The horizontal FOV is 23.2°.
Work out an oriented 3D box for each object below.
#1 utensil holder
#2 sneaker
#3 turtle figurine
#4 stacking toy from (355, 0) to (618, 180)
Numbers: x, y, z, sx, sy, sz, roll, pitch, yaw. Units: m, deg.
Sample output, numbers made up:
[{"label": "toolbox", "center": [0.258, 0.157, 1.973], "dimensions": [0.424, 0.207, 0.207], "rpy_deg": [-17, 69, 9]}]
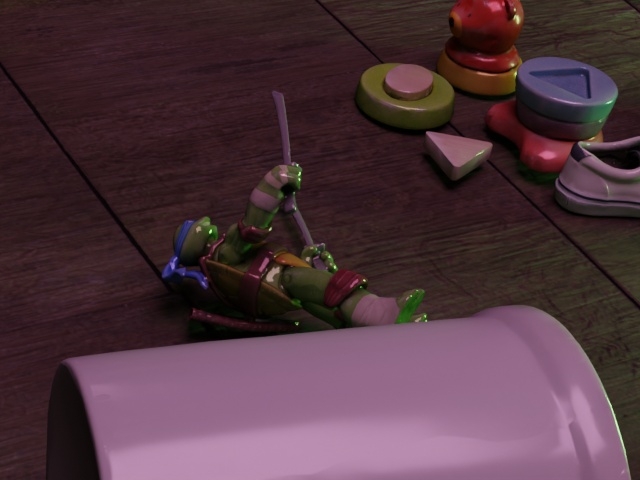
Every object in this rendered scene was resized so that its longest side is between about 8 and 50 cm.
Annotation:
[{"label": "utensil holder", "center": [-0.001, 0.228, 1.223], "dimensions": [0.385, 0.327, 0.327], "rpy_deg": [-4, 40, -18]}, {"label": "sneaker", "center": [0.421, -0.081, 1.947], "dimensions": [0.258, 0.091, 0.094], "rpy_deg": [-2, 39, -20]}, {"label": "turtle figurine", "center": [0.000, 0.000, 1.622], "dimensions": [0.266, 0.198, 0.274], "rpy_deg": [31, 43, 16]}, {"label": "stacking toy", "center": [0.213, -0.214, 2.010], "dimensions": [0.279, 0.130, 0.309], "rpy_deg": [-14, 40, -32]}]
